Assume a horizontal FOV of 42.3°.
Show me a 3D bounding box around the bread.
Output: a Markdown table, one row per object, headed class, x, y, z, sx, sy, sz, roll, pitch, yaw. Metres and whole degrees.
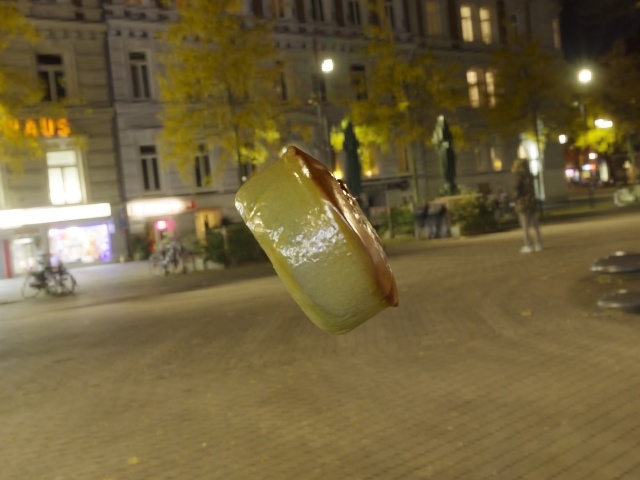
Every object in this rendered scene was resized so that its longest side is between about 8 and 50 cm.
| class | x | y | z | sx | sy | sz | roll | pitch | yaw |
| --- | --- | --- | --- | --- | --- | --- | --- | --- | --- |
| bread | 0.002 | 0.003 | 0.648 | 0.086 | 0.156 | 0.125 | -34 | 5 | 0 |
